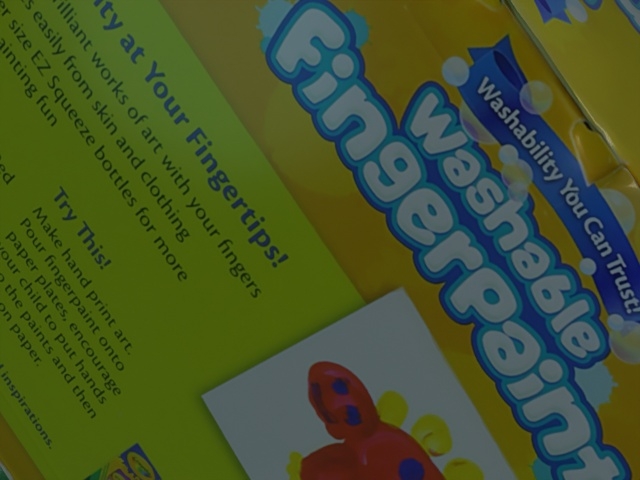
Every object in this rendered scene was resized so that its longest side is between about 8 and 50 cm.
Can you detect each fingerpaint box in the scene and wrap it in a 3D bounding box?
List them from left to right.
[{"bbox_3d":[0.000,0.000,0.667,0.444,0.371,0.163,55,36,3],"label":"fingerpaint box"}]
